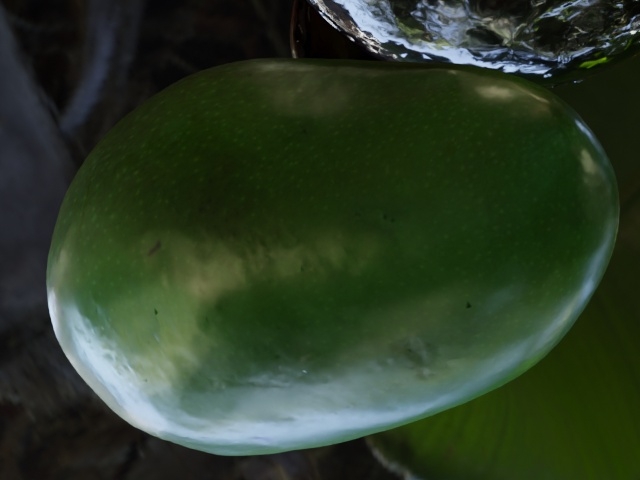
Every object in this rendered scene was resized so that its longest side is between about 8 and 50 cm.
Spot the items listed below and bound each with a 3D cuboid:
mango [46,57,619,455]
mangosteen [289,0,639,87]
[{"bbox_3d":[0.000,0.000,1.112,0.382,0.201,0.225,-18,-91,41],"label":"mango"},{"bbox_3d":[0.100,-0.275,1.412,0.435,0.382,0.382,-28,-140,50],"label":"mangosteen"}]
